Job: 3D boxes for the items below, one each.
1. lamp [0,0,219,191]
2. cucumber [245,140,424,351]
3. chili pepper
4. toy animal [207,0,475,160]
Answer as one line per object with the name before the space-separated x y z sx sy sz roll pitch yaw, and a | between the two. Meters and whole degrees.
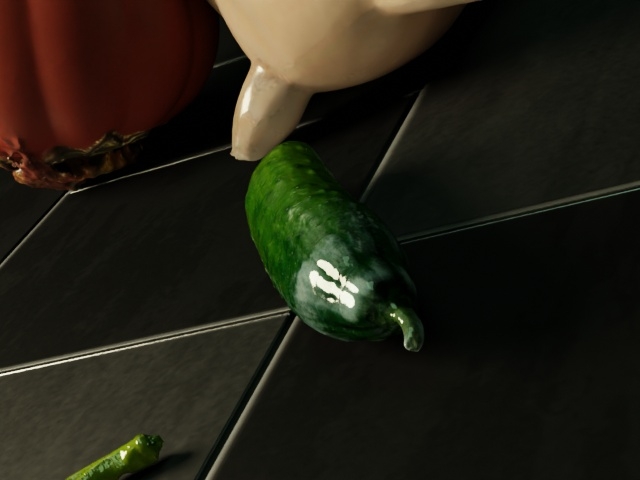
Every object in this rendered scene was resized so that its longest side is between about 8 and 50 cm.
lamp | -0.178 -0.137 0.900 0.227 0.227 0.227 -22 23 10
cucumber | 0.000 0.000 0.604 0.056 0.056 0.250 -27 20 -3
chili pepper | -0.096 0.103 0.529 0.083 0.017 0.030 -39 27 -30
toy animal | 0.012 -0.212 0.840 0.195 0.213 0.256 -33 10 36
